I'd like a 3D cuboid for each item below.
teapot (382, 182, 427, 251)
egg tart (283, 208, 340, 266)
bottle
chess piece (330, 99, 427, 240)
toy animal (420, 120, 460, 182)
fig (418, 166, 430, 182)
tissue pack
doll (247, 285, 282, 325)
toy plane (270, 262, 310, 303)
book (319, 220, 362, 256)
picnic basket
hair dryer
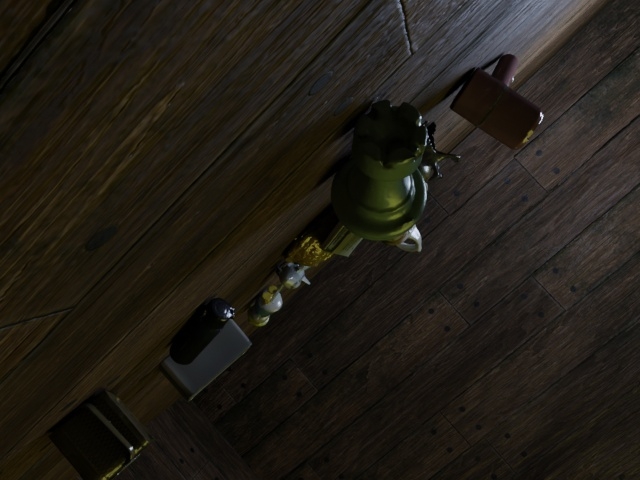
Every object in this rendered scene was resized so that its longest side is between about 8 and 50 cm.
[{"bbox_3d":[0.241,-0.075,1.606,0.298,0.139,0.204,80,31,-56],"label":"teapot"},{"bbox_3d":[0.000,0.000,1.611,0.232,0.098,0.252,-48,169,19],"label":"egg tart"},{"bbox_3d":[-0.298,0.224,1.347,0.244,0.082,0.072,-45,-142,38],"label":"bottle"},{"bbox_3d":[0.115,-0.129,1.010,0.194,0.194,0.299,-41,165,-11],"label":"chess piece"},{"bbox_3d":[0.273,-0.233,1.515,0.197,0.160,0.272,-42,168,14],"label":"toy animal"},{"bbox_3d":[0.303,-0.241,1.686,0.185,0.126,0.133,-40,162,15],"label":"fig"},{"bbox_3d":[-0.350,0.357,1.675,0.246,0.136,0.159,-40,175,-26],"label":"tissue pack"},{"bbox_3d":[-0.215,0.257,2.068,0.241,0.099,0.135,133,-32,-52],"label":"doll"},{"bbox_3d":[-0.093,0.111,1.765,0.251,0.101,0.255,-43,171,8],"label":"toy plane"},{"bbox_3d":[0.101,-0.039,1.592,0.201,0.026,0.289,-52,164,5],"label":"book"},{"bbox_3d":[-0.494,0.455,1.260,0.139,0.165,0.266,-41,175,-22],"label":"picnic basket"},{"bbox_3d":[0.505,-0.412,1.484,0.352,0.210,0.125,-57,180,-39],"label":"hair dryer"}]
